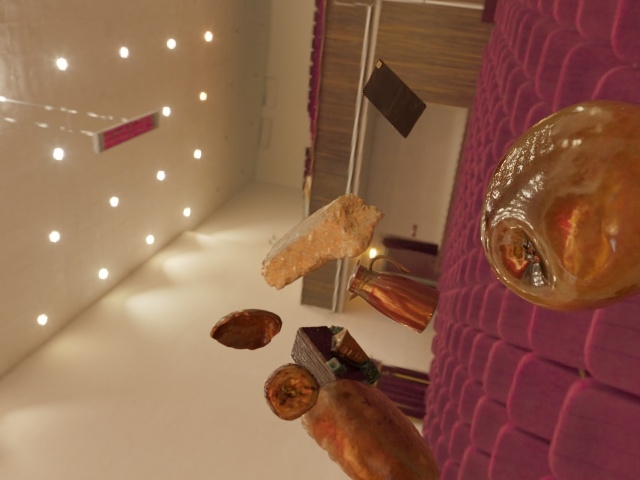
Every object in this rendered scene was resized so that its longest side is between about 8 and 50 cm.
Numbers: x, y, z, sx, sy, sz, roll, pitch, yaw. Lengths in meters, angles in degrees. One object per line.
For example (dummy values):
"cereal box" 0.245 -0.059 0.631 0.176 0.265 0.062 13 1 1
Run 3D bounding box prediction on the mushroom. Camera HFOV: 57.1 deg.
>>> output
"mushroom" 0.162 0.599 1.718 0.224 0.397 0.314 -48 -40 0

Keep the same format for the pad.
"pad" 0.190 -0.372 1.542 0.004 0.193 0.116 -22 -25 -39

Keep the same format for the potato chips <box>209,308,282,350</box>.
"potato chips" -0.175 0.204 1.408 0.150 0.049 0.202 -45 -33 21

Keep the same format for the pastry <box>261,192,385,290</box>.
"pastry" -0.003 0.005 0.979 0.258 0.089 0.121 -33 23 50

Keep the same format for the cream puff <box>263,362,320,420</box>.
"cream puff" -0.076 0.393 1.539 0.084 0.149 0.148 155 128 -83

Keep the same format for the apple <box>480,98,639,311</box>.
"apple" 0.326 -0.039 0.740 0.234 0.257 0.256 -27 -37 -21

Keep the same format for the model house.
"model house" 0.036 0.388 1.992 0.230 0.280 0.248 -35 -32 -12

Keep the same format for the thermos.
"thermos" 0.218 0.152 1.794 0.176 0.265 0.146 -64 0 5
